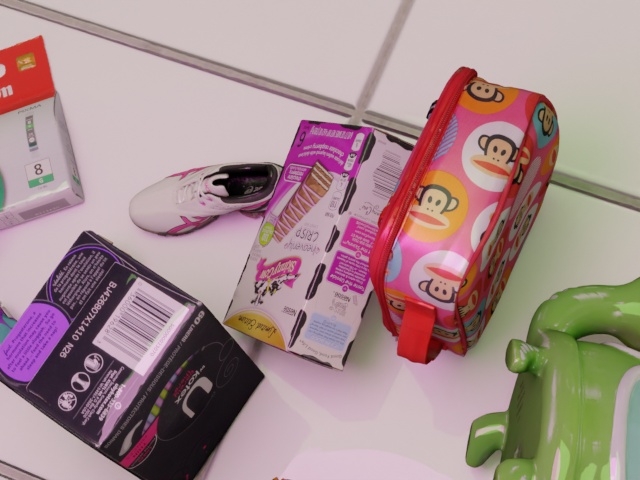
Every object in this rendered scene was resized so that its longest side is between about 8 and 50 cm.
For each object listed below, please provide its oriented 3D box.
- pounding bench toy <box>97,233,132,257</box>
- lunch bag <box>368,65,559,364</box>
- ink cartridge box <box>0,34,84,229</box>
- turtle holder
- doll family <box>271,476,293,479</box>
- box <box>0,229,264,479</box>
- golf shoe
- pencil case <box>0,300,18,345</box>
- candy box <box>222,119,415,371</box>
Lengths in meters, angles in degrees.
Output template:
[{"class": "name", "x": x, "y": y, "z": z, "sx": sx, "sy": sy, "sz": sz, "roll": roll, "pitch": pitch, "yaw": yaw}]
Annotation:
[{"class": "pounding bench toy", "x": -0.238, "y": 0.034, "z": 1.648, "sx": 0.052, "sy": 0.083, "sz": 0.065, "roll": 27, "pitch": 77, "yaw": 18}, {"class": "lunch bag", "x": 0.131, "y": -0.001, "z": 1.477, "sx": 0.120, "sy": 0.293, "sz": 0.258, "roll": 21, "pitch": 76, "yaw": 13}, {"class": "ink cartridge box", "x": -0.379, "y": -0.119, "z": 1.748, "sx": 0.181, "sy": 0.056, "sz": 0.224, "roll": -18, "pitch": 70, "yaw": 4}, {"class": "turtle holder", "x": 0.260, "y": 0.202, "z": 1.436, "sx": 0.227, "sy": 0.243, "sz": 0.320, "roll": 11, "pitch": 33, "yaw": -1}, {"class": "doll family", "x": -0.054, "y": 0.315, "z": 1.447, "sx": 0.118, "sy": 0.163, "sz": 0.263, "roll": 26, "pitch": 57, "yaw": 31}, {"class": "box", "x": -0.179, "y": 0.129, "z": 1.502, "sx": 0.143, "sy": 0.270, "sz": 0.165, "roll": 32, "pitch": 80, "yaw": 19}, {"class": "golf shoe", "x": -0.121, "y": -0.054, "z": 1.656, "sx": 0.186, "sy": 0.086, "sz": 0.067, "roll": -11, "pitch": 70, "yaw": 9}, {"class": "pencil case", "x": -0.310, "y": 0.119, "z": 1.643, "sx": 0.152, "sy": 0.064, "sz": 0.070, "roll": 25, "pitch": 94, "yaw": 18}, {"class": "candy box", "x": 0.000, "y": 0.000, "z": 1.553, "sx": 0.159, "sy": 0.071, "sz": 0.233, "roll": 14, "pitch": 83, "yaw": 62}]
